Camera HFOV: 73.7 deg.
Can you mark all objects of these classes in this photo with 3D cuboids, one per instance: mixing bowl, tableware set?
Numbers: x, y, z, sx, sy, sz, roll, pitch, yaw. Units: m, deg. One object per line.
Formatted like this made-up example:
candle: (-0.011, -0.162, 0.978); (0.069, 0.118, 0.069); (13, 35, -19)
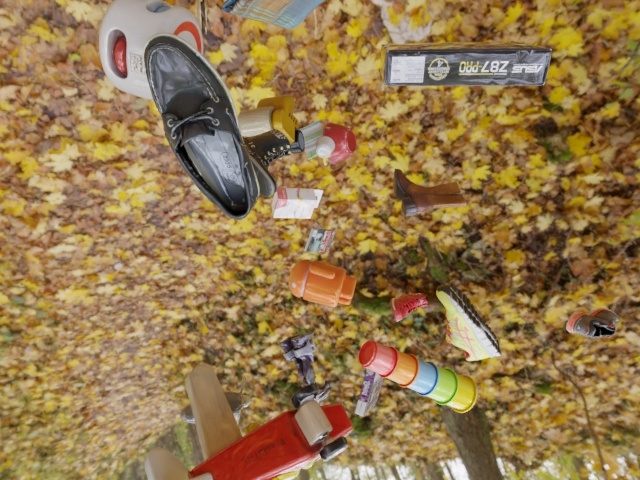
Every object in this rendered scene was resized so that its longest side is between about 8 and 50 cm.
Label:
mixing bowl: (0.094, -0.426, 1.859); (0.098, 0.181, 0.181); (2, 171, 32)
tableware set: (-0.328, -0.634, 1.211); (0.039, 0.194, 0.128); (-4, 107, -15)

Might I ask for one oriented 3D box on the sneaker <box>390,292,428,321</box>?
sneaker: (0.357, 0.251, 1.703); (0.128, 0.087, 0.221); (-16, -172, 19)

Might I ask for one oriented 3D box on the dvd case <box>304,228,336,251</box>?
dvd case: (0.000, 0.000, 1.514); (0.119, 0.013, 0.087); (1, 115, -49)

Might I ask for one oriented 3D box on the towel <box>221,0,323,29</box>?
towel: (-0.036, -0.574, 0.955); (0.271, 0.040, 0.370); (-27, -168, 25)

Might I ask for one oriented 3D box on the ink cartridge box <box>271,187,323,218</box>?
ink cartridge box: (-0.089, -0.149, 1.726); (0.198, 0.067, 0.115); (-1, 143, -19)

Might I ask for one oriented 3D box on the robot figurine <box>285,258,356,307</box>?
robot figurine: (-0.003, 0.133, 1.324); (0.219, 0.128, 0.158); (16, -174, 4)

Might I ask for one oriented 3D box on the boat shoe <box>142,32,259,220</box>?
boat shoe: (-0.203, -0.179, 0.744); (0.127, 0.113, 0.340); (-16, 122, 2)

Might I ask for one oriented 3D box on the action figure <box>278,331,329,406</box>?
action figure: (-0.035, 0.442, 1.364); (0.099, 0.285, 0.185); (-16, 177, -28)

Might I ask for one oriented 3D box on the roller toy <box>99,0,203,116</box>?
roller toy: (-0.330, -0.379, 0.866); (0.146, 0.209, 0.191); (19, 171, 5)

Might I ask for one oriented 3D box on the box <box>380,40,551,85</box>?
box: (0.367, -0.493, 1.175); (0.395, 0.318, 0.097); (1, 120, 4)

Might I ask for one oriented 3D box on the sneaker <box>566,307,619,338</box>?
sneaker: (0.578, 0.181, 0.880); (0.158, 0.065, 0.061); (-1, 108, -28)

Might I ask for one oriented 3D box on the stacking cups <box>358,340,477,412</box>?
stacking cups: (0.233, 0.327, 1.022); (0.316, 0.096, 0.096); (26, 133, -24)

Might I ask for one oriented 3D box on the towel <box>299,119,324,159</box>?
towel: (-0.030, -0.452, 1.916); (0.113, 0.152, 0.023); (-21, 166, 22)

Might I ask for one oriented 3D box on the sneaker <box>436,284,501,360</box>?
sneaker: (0.311, 0.193, 0.954); (0.094, 0.208, 0.081); (-33, -172, 27)

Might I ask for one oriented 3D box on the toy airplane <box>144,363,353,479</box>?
toy airplane: (-0.152, 0.468, 0.850); (0.384, 0.386, 0.272); (17, 136, 2)

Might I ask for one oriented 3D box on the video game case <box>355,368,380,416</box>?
video game case: (0.203, 0.544, 1.645); (0.042, 0.210, 0.232); (14, 176, 20)

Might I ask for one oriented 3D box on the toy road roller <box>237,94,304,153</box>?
toy road roller: (-0.201, -0.492, 1.733); (0.203, 0.240, 0.329); (-4, 172, 17)

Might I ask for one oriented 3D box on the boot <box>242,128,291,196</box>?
boot: (-0.144, -0.230, 1.196); (0.179, 0.236, 0.085); (-24, 148, -34)

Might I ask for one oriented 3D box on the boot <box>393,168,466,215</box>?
boot: (0.481, -0.240, 1.915); (0.280, 0.264, 0.096); (-11, 139, -4)

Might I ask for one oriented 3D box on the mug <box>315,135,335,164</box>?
mug: (0.017, -0.287, 1.364); (0.062, 0.064, 0.078); (-32, 113, 23)
